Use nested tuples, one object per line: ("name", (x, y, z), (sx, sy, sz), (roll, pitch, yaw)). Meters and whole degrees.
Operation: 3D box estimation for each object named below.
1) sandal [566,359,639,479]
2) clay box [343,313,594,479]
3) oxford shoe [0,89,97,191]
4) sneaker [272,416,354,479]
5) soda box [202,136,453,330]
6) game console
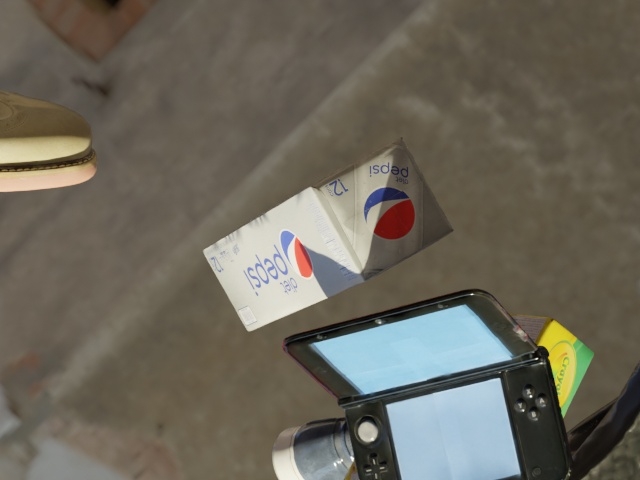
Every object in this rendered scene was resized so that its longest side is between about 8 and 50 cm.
("sandal", (0.281, 0.204, 1.665), (0.167, 0.445, 0.107), (38, 180, -18))
("clay box", (0.081, 0.153, 1.251), (0.053, 0.222, 0.127), (38, 161, -30))
("oxford shoe", (-0.349, -0.136, 1.461), (0.397, 0.146, 0.140), (13, -168, -26))
("sneaker", (0.099, 0.179, 1.472), (0.226, 0.163, 0.086), (22, -127, -40))
("soda box", (0.000, 0.000, 1.622), (0.098, 0.286, 0.091), (-30, -89, -25))
("game console", (0.065, 0.103, 1.145), (0.085, 0.144, 0.124), (3, -106, -62))
